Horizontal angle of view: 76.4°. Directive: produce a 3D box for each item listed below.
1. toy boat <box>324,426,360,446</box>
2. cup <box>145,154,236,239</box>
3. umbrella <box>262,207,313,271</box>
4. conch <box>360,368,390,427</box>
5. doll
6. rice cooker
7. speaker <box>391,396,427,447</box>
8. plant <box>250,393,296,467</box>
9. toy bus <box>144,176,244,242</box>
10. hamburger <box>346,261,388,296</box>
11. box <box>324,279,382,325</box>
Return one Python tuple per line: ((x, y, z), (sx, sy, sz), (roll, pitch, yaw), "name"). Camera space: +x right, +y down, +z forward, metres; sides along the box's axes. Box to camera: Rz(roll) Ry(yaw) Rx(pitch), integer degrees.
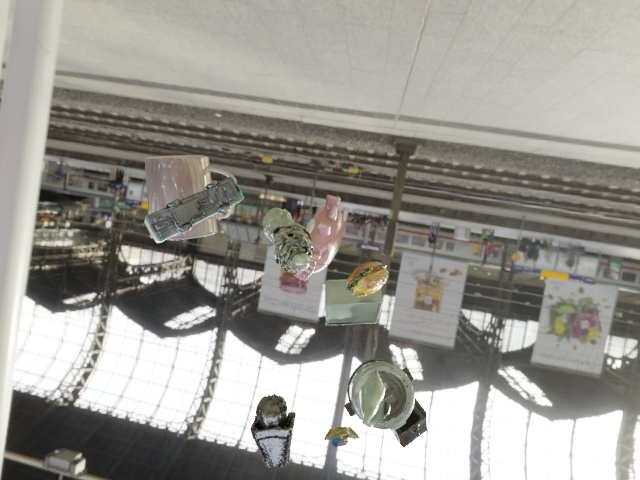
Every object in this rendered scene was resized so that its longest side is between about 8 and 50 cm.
((0.080, 0.723, 1.501), (0.065, 0.066, 0.172), (-30, 146, 34), "toy boat")
((-0.437, -0.140, 1.339), (0.288, 0.274, 0.208), (4, -168, 32), "cup")
((-0.051, -0.002, 0.611), (0.062, 0.067, 0.143), (25, -160, -37), "umbrella")
((0.136, 0.406, 1.049), (0.065, 0.088, 0.180), (-14, -152, 26), "conch")
((0.000, 0.000, 0.942), (0.093, 0.211, 0.262), (24, -147, 1), "doll")
((0.221, 0.564, 1.502), (0.280, 0.241, 0.227), (-31, 166, -7), "rice cooker")
((0.368, 0.776, 1.796), (0.193, 0.153, 0.231), (50, 167, 39), "speaker")
((-0.171, 0.698, 1.509), (0.164, 0.256, 0.142), (-3, -175, 3), "plant")
((-0.339, -0.085, 1.101), (0.261, 0.091, 0.109), (-31, -171, -31), "toy bus")
((0.175, 0.145, 1.465), (0.165, 0.137, 0.087), (-10, -126, -43), "hamburger")
((0.132, 0.258, 1.715), (0.224, 0.118, 0.225), (-2, 147, -1), "box")
